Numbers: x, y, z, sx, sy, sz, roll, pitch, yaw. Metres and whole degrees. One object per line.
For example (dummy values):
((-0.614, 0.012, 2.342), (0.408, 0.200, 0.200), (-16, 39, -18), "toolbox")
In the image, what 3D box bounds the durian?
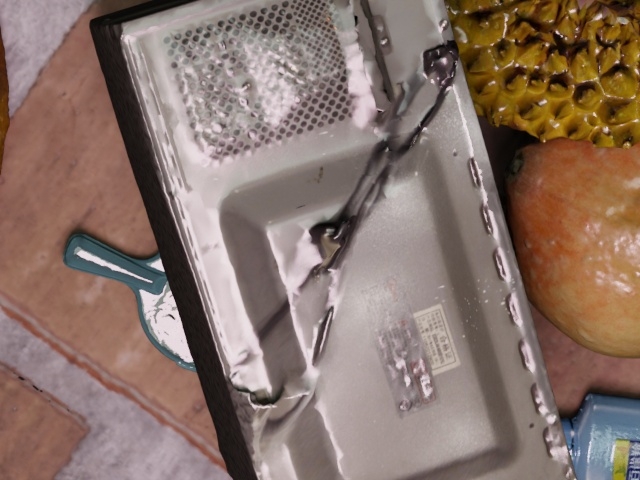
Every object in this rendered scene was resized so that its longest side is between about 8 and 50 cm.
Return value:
((0.171, -0.186, 1.426), (0.191, 0.112, 0.341), (-40, 64, -15), "durian")

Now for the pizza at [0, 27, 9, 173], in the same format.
((-0.417, -0.151, 1.507), (0.392, 0.080, 0.435), (42, 95, -5), "pizza")

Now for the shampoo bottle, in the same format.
((0.294, 0.192, 1.570), (0.258, 0.061, 0.104), (5, 95, -2), "shampoo bottle")

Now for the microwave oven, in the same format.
((0.000, 0.000, 1.381), (0.236, 0.374, 0.432), (-19, 100, -9), "microwave oven")

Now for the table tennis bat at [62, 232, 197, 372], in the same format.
((-0.134, 0.043, 1.559), (0.201, 0.033, 0.124), (22, 92, -8), "table tennis bat")

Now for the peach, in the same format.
((0.253, -0.014, 1.471), (0.232, 0.232, 0.232), (0, 97, -1), "peach")
